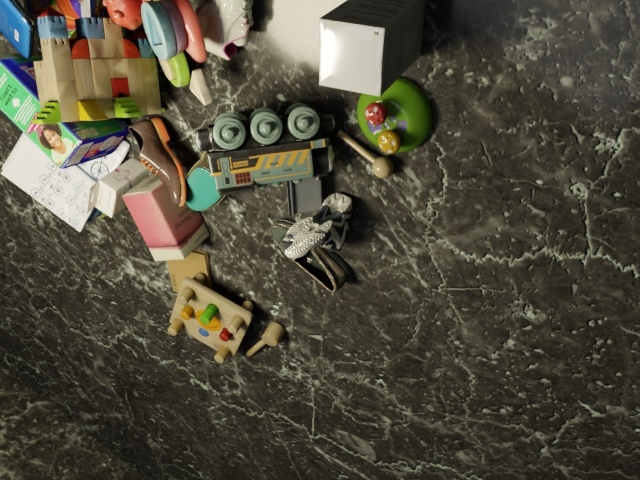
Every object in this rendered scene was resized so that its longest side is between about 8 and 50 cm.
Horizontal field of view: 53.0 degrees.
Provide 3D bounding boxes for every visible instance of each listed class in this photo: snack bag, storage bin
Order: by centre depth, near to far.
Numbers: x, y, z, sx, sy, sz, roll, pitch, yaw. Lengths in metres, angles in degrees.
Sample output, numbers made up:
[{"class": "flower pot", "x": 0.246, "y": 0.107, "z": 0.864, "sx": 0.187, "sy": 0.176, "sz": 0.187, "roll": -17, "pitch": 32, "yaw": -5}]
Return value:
[{"class": "storage bin", "x": -0.041, "y": -0.136, "z": 1.680, "sx": 0.090, "sy": 0.098, "sz": 0.135, "roll": -2, "pitch": 125, "yaw": -1}, {"class": "snack bag", "x": -0.779, "y": -0.249, "z": 1.968, "sx": 0.323, "sy": 0.037, "sz": 0.343, "roll": 38, "pitch": 106, "yaw": 0}]

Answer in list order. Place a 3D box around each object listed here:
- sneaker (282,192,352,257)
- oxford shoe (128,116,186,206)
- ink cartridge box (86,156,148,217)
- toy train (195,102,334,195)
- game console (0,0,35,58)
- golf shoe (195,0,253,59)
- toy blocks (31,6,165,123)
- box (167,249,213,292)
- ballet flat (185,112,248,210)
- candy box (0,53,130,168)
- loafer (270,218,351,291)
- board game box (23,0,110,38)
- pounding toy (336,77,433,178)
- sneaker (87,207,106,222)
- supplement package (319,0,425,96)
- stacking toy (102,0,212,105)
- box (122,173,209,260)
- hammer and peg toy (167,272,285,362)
[{"class": "sneaker", "x": 0.000, "y": 0.000, "z": 1.661, "sx": 0.094, "sy": 0.235, "sz": 0.153, "roll": 22, "pitch": 144, "yaw": 26}, {"class": "oxford shoe", "x": -0.453, "y": -0.210, "z": 1.788, "sx": 0.272, "sy": 0.098, "sz": 0.097, "roll": 64, "pitch": 147, "yaw": 13}, {"class": "ink cartridge box", "x": -0.606, "y": -0.150, "z": 1.922, "sx": 0.067, "sy": 0.198, "sz": 0.115, "roll": 32, "pitch": 133, "yaw": 7}, {"class": "toy train", "x": -0.125, "y": -0.220, "z": 1.545, "sx": 0.333, "sy": 0.142, "sz": 0.191, "roll": -9, "pitch": 108, "yaw": -7}, {"class": "game console", "x": -0.742, "y": -0.627, "z": 1.579, "sx": 0.250, "sy": 0.173, "sz": 0.293, "roll": 51, "pitch": 160, "yaw": -15}, {"class": "golf shoe", "x": -0.193, "y": -0.537, "z": 1.470, "sx": 0.140, "sy": 0.115, "sz": 0.306, "roll": 40, "pitch": 142, "yaw": -12}, {"class": "toy blocks", "x": -0.557, "y": -0.440, "z": 1.611, "sx": 0.190, "sy": 0.381, "sz": 0.261, "roll": 9, "pitch": 108, "yaw": 39}, {"class": "box", "x": -0.433, "y": 0.106, "z": 2.125, "sx": 0.164, "sy": 0.021, "sz": 0.201, "roll": 14, "pitch": 128, "yaw": 22}, {"class": "ballet flat", "x": -0.273, "y": -0.211, "z": 1.740, "sx": 0.123, "sy": 0.123, "sz": 0.349, "roll": 38, "pitch": 136, "yaw": 2}, {"class": "candy box", "x": -0.728, "y": -0.368, "z": 1.779, "sx": 0.317, "sy": 0.268, "sz": 0.122, "roll": 44, "pitch": 111, "yaw": -3}, {"class": "loafer", "x": -0.037, "y": 0.041, "z": 1.799, "sx": 0.267, "sy": 0.084, "sz": 0.096, "roll": 37, "pitch": 133, "yaw": 3}, {"class": "board game box", "x": -0.662, "y": -0.674, "z": 1.659, "sx": 0.233, "sy": 0.078, "sz": 0.347, "roll": 24, "pitch": 131, "yaw": 15}, {"class": "pounding toy", "x": 0.138, "y": -0.250, "z": 1.468, "sx": 0.183, "sy": 0.110, "sz": 0.237, "roll": 39, "pitch": 133, "yaw": 0}, {"class": "sneaker", "x": -0.706, "y": -0.134, "z": 2.042, "sx": 0.091, "sy": 0.126, "sz": 0.240, "roll": 37, "pitch": 134, "yaw": 2}, {"class": "supplement package", "x": 0.106, "y": -0.404, "z": 1.283, "sx": 0.133, "sy": 0.244, "sz": 0.139, "roll": 16, "pitch": 128, "yaw": 20}, {"class": "stacking toy", "x": -0.390, "y": -0.463, "z": 1.530, "sx": 0.309, "sy": 0.130, "sz": 0.280, "roll": 42, "pitch": 150, "yaw": 43}, {"class": "box", "x": -0.458, "y": -0.074, "z": 1.923, "sx": 0.126, "sy": 0.149, "sz": 0.233, "roll": -4, "pitch": 120, "yaw": 32}, {"class": "hammer and peg toy", "x": -0.317, "y": 0.288, "z": 2.097, "sx": 0.361, "sy": 0.127, "sz": 0.266, "roll": 30, "pitch": 134, "yaw": 1}]
